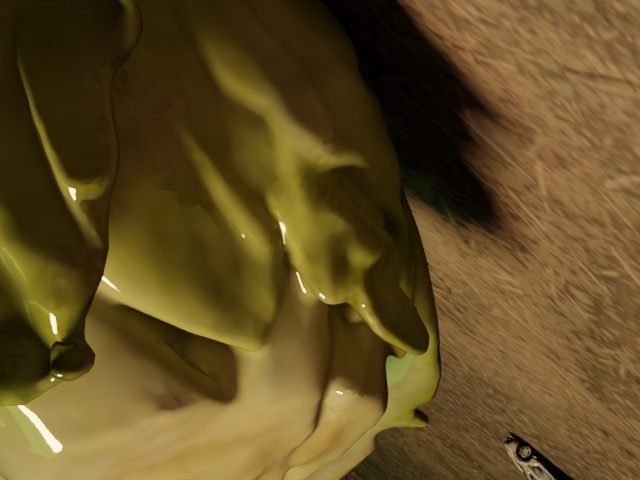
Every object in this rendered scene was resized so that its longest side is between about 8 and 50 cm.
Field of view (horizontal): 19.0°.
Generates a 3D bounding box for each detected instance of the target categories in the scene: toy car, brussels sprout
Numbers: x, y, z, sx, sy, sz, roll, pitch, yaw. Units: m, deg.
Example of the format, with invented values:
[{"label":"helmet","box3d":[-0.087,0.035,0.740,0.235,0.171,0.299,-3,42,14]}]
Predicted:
[{"label":"toy car","box3d":[0.192,0.204,1.650,0.093,0.025,0.041,38,170,23]},{"label":"brussels sprout","box3d":[-0.142,-0.031,0.949,0.425,0.342,0.361,71,176,-67]}]
